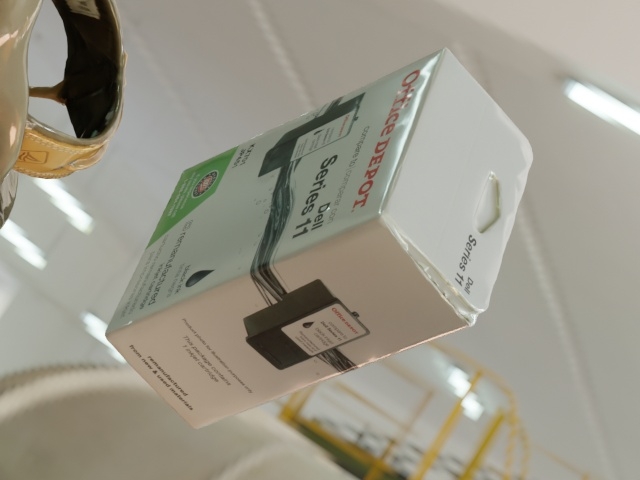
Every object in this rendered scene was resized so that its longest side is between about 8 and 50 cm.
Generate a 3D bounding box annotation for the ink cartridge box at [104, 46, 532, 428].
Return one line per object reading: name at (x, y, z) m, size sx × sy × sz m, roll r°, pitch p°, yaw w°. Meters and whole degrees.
ink cartridge box at (0.000, 0.000, 1.096) m, size 0.208 × 0.153 × 0.087 m, roll -23°, pitch -60°, yaw 35°

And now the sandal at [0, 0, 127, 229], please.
sandal at (-0.068, -0.046, 0.471) m, size 0.049 × 0.072 × 0.180 m, roll -1°, pitch -16°, yaw -13°
